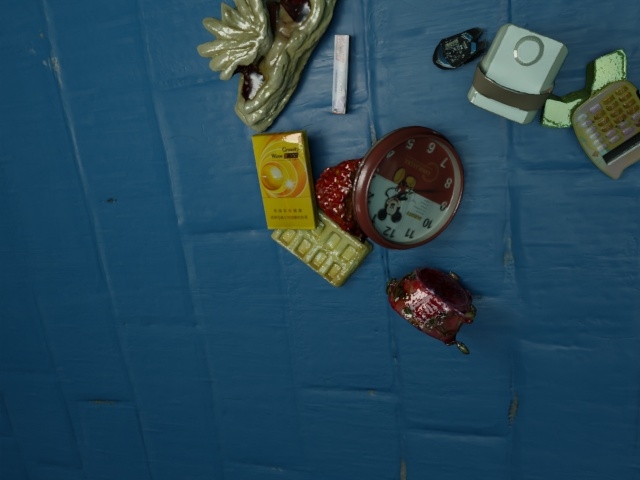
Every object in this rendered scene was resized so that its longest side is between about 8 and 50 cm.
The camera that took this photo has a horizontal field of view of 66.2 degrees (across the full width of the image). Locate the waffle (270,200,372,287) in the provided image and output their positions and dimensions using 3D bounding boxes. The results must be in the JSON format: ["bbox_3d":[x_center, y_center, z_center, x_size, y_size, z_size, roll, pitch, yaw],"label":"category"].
[{"bbox_3d":[0.000,0.000,1.432,0.274,0.057,0.168,39,112,3],"label":"waffle"}]

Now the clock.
[{"bbox_3d":[0.223,-0.128,1.245,0.318,0.080,0.319,-9,113,-23],"label":"clock"}]

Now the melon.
[{"bbox_3d":[0.609,-0.341,1.145,0.209,0.064,0.118,-26,98,24],"label":"melon"}]

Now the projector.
[{"bbox_3d":[0.432,-0.365,1.094,0.163,0.242,0.177,25,113,11],"label":"projector"}]

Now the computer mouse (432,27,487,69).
[{"bbox_3d":[0.338,-0.464,1.198,0.135,0.047,0.079,-26,90,13],"label":"computer mouse"}]

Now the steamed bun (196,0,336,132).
[{"bbox_3d":[-0.156,-0.512,1.267,0.247,0.189,0.428,41,114,10],"label":"steamed bun"}]

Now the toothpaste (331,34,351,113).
[{"bbox_3d":[0.052,-0.436,1.298,0.047,0.040,0.196,6,107,13],"label":"toothpaste"}]

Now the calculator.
[{"bbox_3d":[0.675,-0.257,1.125,0.157,0.033,0.236,-36,118,23],"label":"calculator"}]

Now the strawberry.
[{"bbox_3d":[0.079,-0.126,1.324,0.178,0.234,0.234,20,114,41],"label":"strawberry"}]

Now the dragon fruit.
[{"bbox_3d":[0.311,0.163,1.304,0.282,0.211,0.147,38,106,26],"label":"dragon fruit"}]

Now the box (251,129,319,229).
[{"bbox_3d":[-0.094,-0.160,1.343,0.152,0.043,0.269,0,113,21],"label":"box"}]
